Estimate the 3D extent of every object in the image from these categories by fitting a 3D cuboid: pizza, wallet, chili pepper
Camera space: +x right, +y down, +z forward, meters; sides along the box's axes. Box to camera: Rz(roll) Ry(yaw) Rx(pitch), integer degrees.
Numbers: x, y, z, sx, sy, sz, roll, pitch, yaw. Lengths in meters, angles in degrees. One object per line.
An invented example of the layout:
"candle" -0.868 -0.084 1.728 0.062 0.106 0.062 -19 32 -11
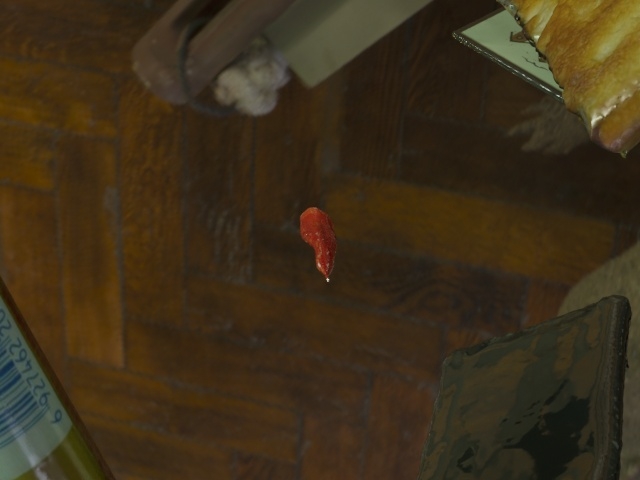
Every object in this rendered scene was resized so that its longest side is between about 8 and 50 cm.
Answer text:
"pizza" 0.124 -0.103 0.526 0.036 0.184 0.176 38 155 -21
"wallet" 0.122 0.142 0.809 0.146 0.285 0.030 -17 117 26
"chili pepper" 0.000 0.000 1.607 0.045 0.178 0.027 23 115 -16

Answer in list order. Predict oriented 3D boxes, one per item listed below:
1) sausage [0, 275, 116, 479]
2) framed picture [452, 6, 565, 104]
"sausage" -0.139 0.082 0.548 0.082 0.082 0.371 -13 116 25
"framed picture" 0.384 -0.297 1.849 0.244 0.324 0.013 36 139 29
